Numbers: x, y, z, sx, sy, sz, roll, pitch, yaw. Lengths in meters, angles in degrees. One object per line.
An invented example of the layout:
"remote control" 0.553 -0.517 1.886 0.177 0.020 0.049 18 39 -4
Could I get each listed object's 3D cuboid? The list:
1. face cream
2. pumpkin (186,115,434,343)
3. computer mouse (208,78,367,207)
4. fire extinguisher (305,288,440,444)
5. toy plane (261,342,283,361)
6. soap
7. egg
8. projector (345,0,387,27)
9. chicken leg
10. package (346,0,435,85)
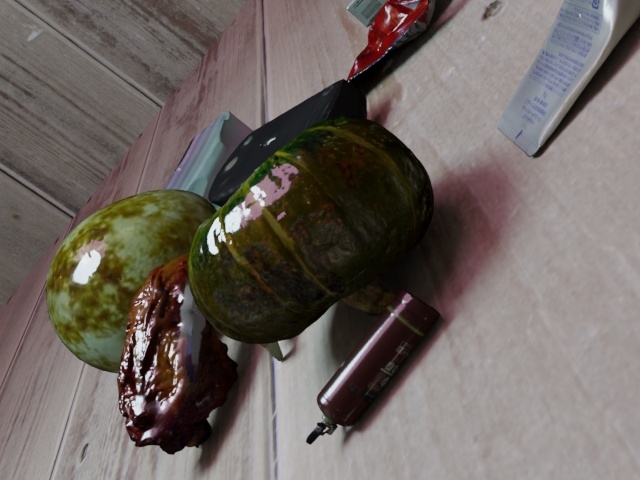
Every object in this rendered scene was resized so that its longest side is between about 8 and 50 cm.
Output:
"face cream" 0.245 -0.187 0.867 0.224 0.070 0.114 -61 16 16
"pumpkin" 0.002 0.002 0.910 0.260 0.189 0.260 -43 0 0
"computer mouse" -0.041 -0.111 1.310 0.269 0.100 0.170 -23 34 44
"fire extinguisher" 0.042 0.115 0.820 0.158 0.043 0.064 -52 -11 4
"toy plane" -0.014 0.004 1.097 0.108 0.092 0.286 10 60 41
"soap" -0.209 -0.078 1.634 0.193 0.109 0.323 -30 29 50
"egg" -0.257 0.052 1.322 0.289 0.238 0.238 -57 19 -15
"projector" 0.106 -0.408 1.500 0.115 0.061 0.147 -44 6 20
"chicken leg" -0.148 0.084 1.152 0.096 0.158 0.407 -44 16 42
"package" 0.103 -0.316 1.387 0.269 0.071 0.194 -36 11 49
